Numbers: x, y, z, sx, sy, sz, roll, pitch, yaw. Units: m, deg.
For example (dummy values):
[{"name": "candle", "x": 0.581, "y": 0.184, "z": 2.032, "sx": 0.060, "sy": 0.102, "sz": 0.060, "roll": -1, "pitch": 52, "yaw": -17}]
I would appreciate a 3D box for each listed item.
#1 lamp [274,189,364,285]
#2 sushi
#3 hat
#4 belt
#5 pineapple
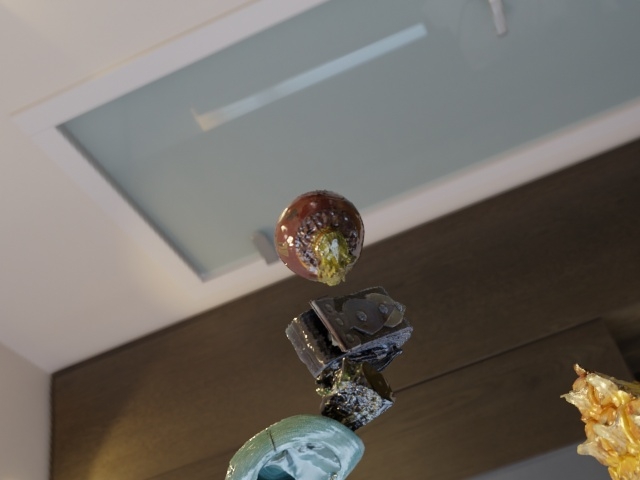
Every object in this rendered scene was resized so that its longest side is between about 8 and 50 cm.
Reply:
[{"name": "lamp", "x": 0.002, "y": -0.004, "z": 1.282, "sx": 0.157, "sy": 0.156, "sz": 0.135, "roll": 20, "pitch": -168, "yaw": -13}, {"name": "sushi", "x": 0.040, "y": 0.197, "z": 0.989, "sx": 0.084, "sy": 0.083, "sz": 0.056, "roll": 51, "pitch": -148, "yaw": -7}, {"name": "hat", "x": -0.037, "y": 0.288, "z": 0.987, "sx": 0.138, "sy": 0.191, "sz": 0.078, "roll": 53, "pitch": -178, "yaw": -27}, {"name": "belt", "x": 0.055, "y": 0.154, "z": 1.192, "sx": 0.218, "sy": 0.122, "sz": 0.128, "roll": -11, "pitch": -120, "yaw": -50}, {"name": "pineapple", "x": 0.401, "y": 0.247, "z": 0.772, "sx": 0.161, "sy": 0.335, "sz": 0.158, "roll": -68, "pitch": -19, "yaw": -4}]
